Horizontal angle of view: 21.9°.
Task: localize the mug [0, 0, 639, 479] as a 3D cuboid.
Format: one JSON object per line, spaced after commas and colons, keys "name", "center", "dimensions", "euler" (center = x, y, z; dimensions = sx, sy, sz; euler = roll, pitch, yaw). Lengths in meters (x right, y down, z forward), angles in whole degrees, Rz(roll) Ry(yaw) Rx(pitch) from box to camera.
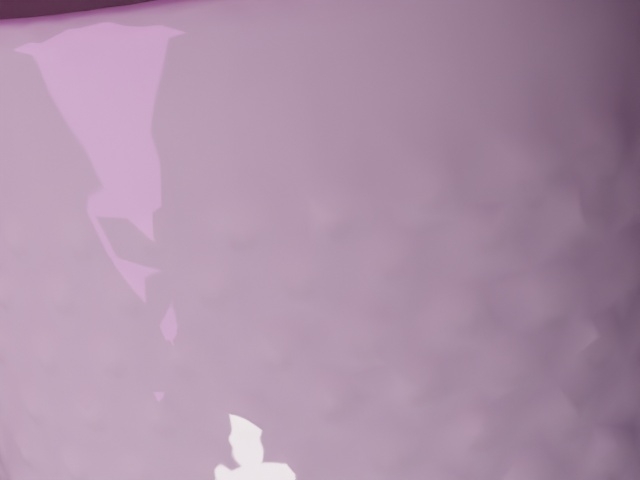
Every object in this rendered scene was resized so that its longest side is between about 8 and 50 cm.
{"name": "mug", "center": [-0.015, 0.051, 0.608], "dimensions": [0.374, 0.276, 0.328], "euler": [3, 111, 40]}
